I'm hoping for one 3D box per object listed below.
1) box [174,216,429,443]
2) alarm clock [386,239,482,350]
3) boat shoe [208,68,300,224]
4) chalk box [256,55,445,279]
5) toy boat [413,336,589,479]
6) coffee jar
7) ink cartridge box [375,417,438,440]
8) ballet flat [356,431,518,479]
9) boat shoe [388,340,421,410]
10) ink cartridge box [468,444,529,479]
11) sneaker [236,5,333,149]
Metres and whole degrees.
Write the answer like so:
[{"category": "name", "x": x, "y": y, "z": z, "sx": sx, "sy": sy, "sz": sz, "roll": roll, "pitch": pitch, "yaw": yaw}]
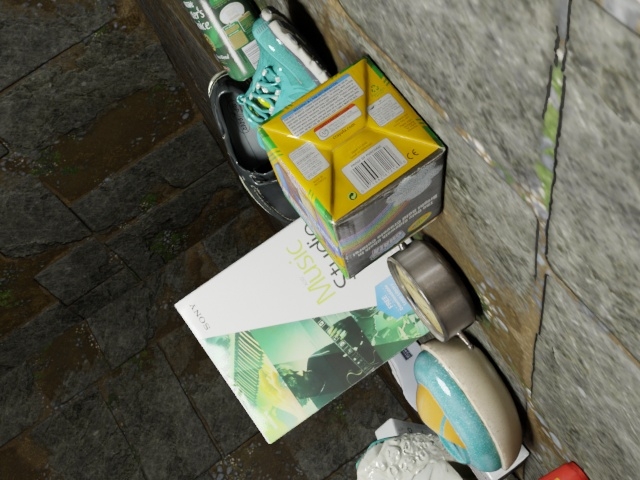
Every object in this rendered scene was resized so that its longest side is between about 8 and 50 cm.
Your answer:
[{"category": "box", "x": -0.005, "y": 0.091, "z": 1.096, "sx": 0.232, "sy": 0.322, "sz": 0.058, "roll": 55, "pitch": 178, "yaw": 3}, {"category": "alarm clock", "x": 0.131, "y": 0.045, "z": 0.997, "sx": 0.192, "sy": 0.064, "sz": 0.129, "roll": 54, "pitch": 175, "yaw": -11}, {"category": "boat shoe", "x": -0.108, "y": -0.162, "z": 1.510, "sx": 0.113, "sy": 0.127, "sz": 0.340, "roll": -107, "pitch": -4, "yaw": -68}, {"category": "chalk box", "x": 0.039, "y": -0.060, "z": 0.826, "sx": 0.132, "sy": 0.132, "sz": 0.213, "roll": 53, "pitch": 173, "yaw": 20}, {"category": "toy boat", "x": 0.229, "y": 0.283, "z": 1.128, "sx": 0.318, "sy": 0.148, "sz": 0.268, "roll": 50, "pitch": 172, "yaw": 48}, {"category": "coffee jar", "x": -0.133, "y": -0.314, "z": 1.077, "sx": 0.184, "sy": 0.079, "sz": 0.096, "roll": 59, "pitch": 174, "yaw": -25}, {"category": "ink cartridge box", "x": 0.233, "y": 0.528, "z": 1.615, "sx": 0.165, "sy": 0.065, "sz": 0.333, "roll": 21, "pitch": -147, "yaw": -36}, {"category": "ballet flat", "x": 0.254, "y": 0.456, "z": 1.497, "sx": 0.408, "sy": 0.147, "sz": 0.147, "roll": 19, "pitch": -161, "yaw": -37}, {"category": "boat shoe", "x": 0.199, "y": 0.268, "z": 1.666, "sx": 0.258, "sy": 0.095, "sz": 0.084, "roll": 64, "pitch": -175, "yaw": 35}, {"category": "ink cartridge box", "x": 0.284, "y": 0.351, "z": 1.388, "sx": 0.140, "sy": 0.082, "sz": 0.191, "roll": 53, "pitch": 176, "yaw": 23}, {"category": "sneaker", "x": -0.045, "y": -0.178, "z": 0.963, "sx": 0.107, "sy": 0.110, "sz": 0.275, "roll": 54, "pitch": 174, "yaw": 16}]
